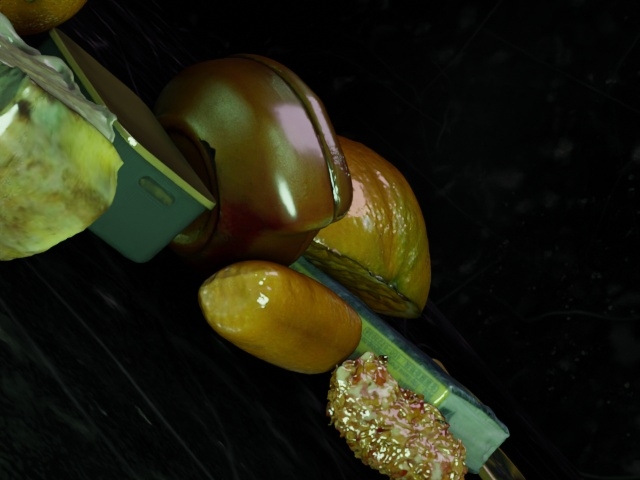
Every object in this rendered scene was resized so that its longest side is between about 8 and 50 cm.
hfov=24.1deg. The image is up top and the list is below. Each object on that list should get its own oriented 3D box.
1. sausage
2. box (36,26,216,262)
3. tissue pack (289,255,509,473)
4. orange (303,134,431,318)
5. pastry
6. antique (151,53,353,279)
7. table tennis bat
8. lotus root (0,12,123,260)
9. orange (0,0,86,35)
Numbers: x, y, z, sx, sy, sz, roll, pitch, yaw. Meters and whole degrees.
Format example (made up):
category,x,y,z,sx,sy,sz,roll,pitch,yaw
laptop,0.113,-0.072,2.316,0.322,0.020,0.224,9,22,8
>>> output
category,x,y,z,sx,sy,sz,roll,pitch,yaw
sausage,-0.034,0.074,1.415,0.098,0.098,0.238,49,9,26
box,-0.194,-0.081,1.315,0.144,0.090,0.201,41,8,-46
tissue pack,0.068,0.137,1.632,0.257,0.081,0.185,40,-1,35
orange,-0.001,-0.002,1.748,0.274,0.274,0.310,-124,-168,-59
pastry,0.066,0.186,1.458,0.169,0.087,0.063,47,-28,-4
antique,-0.086,-0.065,1.446,0.278,0.129,0.224,14,-65,53
table tennis bat,0.223,0.292,2.105,0.198,0.050,0.321,36,16,-54
lotus root,-0.218,-0.079,0.903,0.119,0.138,0.235,49,2,-44
orange,-0.310,-0.300,1.501,0.206,0.206,0.206,46,5,-6
